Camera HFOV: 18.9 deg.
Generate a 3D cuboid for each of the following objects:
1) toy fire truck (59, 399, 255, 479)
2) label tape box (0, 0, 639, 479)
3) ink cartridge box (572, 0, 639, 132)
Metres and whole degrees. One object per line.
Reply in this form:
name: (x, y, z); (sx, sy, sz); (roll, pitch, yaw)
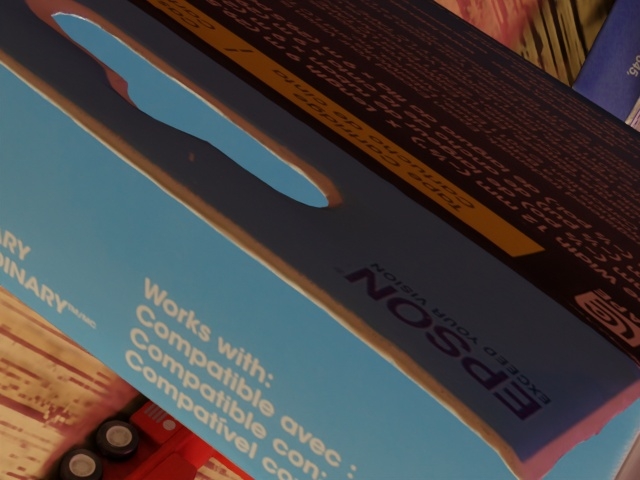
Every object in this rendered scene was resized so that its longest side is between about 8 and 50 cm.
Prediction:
toy fire truck: (-0.056, 0.139, 0.871); (0.192, 0.135, 0.047); (-39, 157, -38)
label tape box: (0.000, 0.000, 0.574); (0.115, 0.249, 0.347); (-61, 161, 18)
ink cartridge box: (0.253, -0.214, 1.105); (0.307, 0.072, 0.304); (-33, 154, -53)
